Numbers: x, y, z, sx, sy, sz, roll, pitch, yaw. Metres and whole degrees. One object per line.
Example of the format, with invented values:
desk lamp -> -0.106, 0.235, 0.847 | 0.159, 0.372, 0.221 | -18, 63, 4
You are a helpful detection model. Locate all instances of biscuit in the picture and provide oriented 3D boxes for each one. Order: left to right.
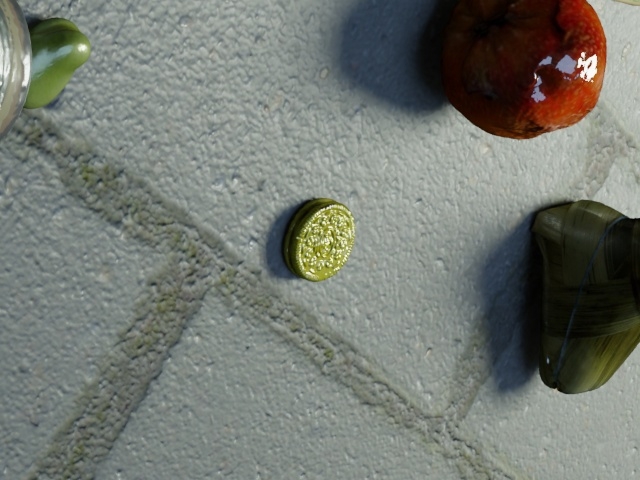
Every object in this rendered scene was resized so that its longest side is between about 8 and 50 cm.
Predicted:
biscuit -> 0.000, 0.000, 1.899 | 0.084, 0.023, 0.084 | -20, 121, -38

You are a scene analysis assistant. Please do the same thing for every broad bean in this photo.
broad bean -> -0.228, -0.146, 1.597 | 0.083, 0.045, 0.063 | -49, 147, -7

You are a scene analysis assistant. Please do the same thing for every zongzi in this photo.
zongzi -> 0.347, 0.081, 2.119 | 0.112, 0.242, 0.221 | -22, 119, -44

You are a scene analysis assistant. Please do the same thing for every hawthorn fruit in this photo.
hawthorn fruit -> 0.203, -0.173, 1.922 | 0.173, 0.173, 0.179 | -44, 157, -22

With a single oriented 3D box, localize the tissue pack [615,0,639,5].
tissue pack -> 0.215, -0.307, 1.861 | 0.222, 0.186, 0.090 | 8, 115, -47

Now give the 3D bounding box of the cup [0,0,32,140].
cup -> -0.360, -0.100, 1.383 | 0.257, 0.227, 0.301 | 3, 134, -50
